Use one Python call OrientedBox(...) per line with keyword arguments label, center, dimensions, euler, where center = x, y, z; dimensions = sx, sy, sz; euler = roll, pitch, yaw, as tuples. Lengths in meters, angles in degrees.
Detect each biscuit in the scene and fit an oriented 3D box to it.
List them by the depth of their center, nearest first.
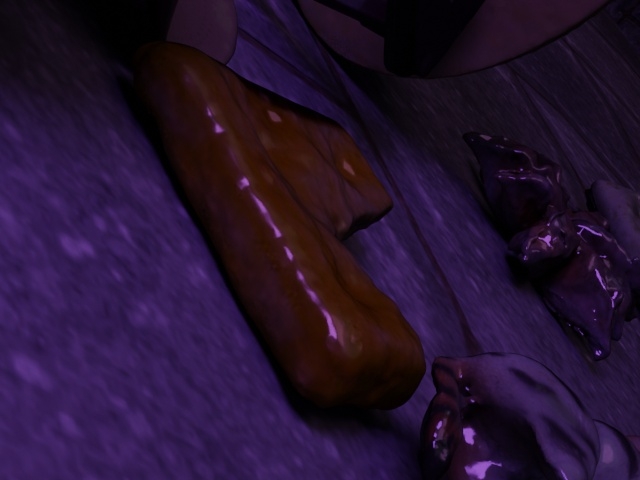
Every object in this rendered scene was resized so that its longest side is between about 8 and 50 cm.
OrientedBox(label="biscuit", center=(0.000, 0.000, 0.623), dimensions=(0.174, 0.039, 0.183), euler=(26, 32, -58))

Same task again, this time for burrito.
OrientedBox(label="burrito", center=(0.324, 0.066, 1.250), dimensions=(0.096, 0.066, 0.309), euler=(26, 29, -49))

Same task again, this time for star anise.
OrientedBox(label="star anise", center=(0.165, -0.008, 1.002), dimensions=(0.182, 0.065, 0.195), euler=(52, 22, 3))

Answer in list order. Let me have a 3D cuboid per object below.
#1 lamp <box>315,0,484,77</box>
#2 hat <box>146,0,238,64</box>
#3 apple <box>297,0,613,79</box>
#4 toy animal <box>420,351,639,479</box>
OrientedBox(label="lamp", center=(-0.002, -0.245, 0.832), dimensions=(0.283, 0.124, 0.203), euler=(36, 60, 7))
OrientedBox(label="hat", center=(-0.106, -0.167, 0.649), dimensions=(0.166, 0.144, 0.173), euler=(81, 19, -70))
OrientedBox(label="apple", center=(0.091, -0.307, 0.899), dimensions=(0.320, 0.360, 0.311), euler=(36, 28, -34))
OrientedBox(label="toy animal", center=(0.130, 0.137, 0.616), dimensions=(0.255, 0.090, 0.170), euler=(33, 22, -52))
